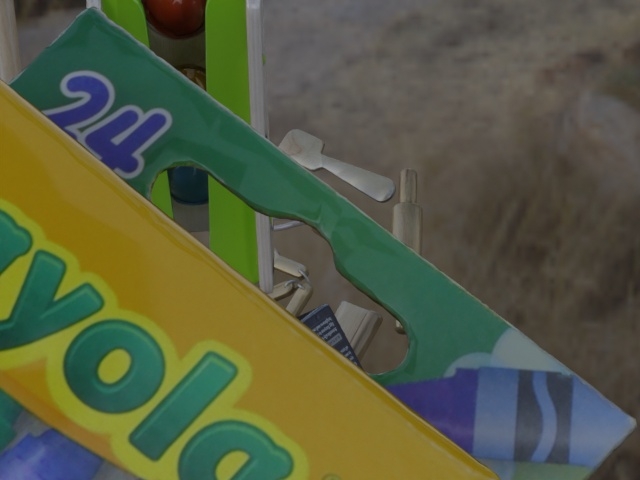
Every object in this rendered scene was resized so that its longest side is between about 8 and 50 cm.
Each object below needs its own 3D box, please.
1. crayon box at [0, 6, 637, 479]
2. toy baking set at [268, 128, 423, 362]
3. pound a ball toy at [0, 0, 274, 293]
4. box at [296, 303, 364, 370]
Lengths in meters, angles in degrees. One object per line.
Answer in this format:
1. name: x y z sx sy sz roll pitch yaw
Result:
1. crayon box: -0.105 0.083 0.386 0.203 0.083 0.323 38 73 21
2. toy baking set: 0.006 0.001 1.613 0.197 0.030 0.256 -4 65 25
3. pound a ball toy: -0.143 -0.113 1.314 0.208 0.319 0.136 -3 37 -1
4. box: -0.035 0.162 1.497 0.156 0.158 0.093 -26 3 34
